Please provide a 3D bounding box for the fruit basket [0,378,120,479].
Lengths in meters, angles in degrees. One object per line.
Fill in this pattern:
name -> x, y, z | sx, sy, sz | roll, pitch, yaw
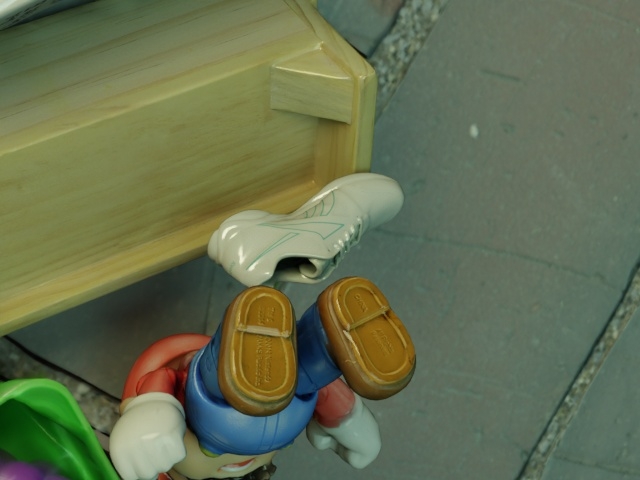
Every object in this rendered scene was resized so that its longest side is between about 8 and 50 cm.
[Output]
fruit basket -> -0.250, 0.293, 1.214 | 0.392, 0.392, 0.283 | -35, 119, -18

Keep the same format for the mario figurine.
mario figurine -> -0.044, 0.137, 1.332 | 0.198, 0.320, 0.170 | 28, 65, -9

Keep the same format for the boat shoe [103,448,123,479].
boat shoe -> -0.127, 0.229, 1.456 | 0.190, 0.068, 0.072 | 37, 95, -23

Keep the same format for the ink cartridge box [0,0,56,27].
ink cartridge box -> -0.176, -0.212, 1.194 | 0.289, 0.211, 0.121 | -30, 99, -20

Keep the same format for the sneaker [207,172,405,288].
sneaker -> 0.000, 0.000, 1.319 | 0.152, 0.061, 0.054 | -22, 138, -27

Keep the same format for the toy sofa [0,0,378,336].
toy sofa -> -0.153, -0.057, 1.322 | 0.362, 0.177, 0.150 | -22, 139, -24
